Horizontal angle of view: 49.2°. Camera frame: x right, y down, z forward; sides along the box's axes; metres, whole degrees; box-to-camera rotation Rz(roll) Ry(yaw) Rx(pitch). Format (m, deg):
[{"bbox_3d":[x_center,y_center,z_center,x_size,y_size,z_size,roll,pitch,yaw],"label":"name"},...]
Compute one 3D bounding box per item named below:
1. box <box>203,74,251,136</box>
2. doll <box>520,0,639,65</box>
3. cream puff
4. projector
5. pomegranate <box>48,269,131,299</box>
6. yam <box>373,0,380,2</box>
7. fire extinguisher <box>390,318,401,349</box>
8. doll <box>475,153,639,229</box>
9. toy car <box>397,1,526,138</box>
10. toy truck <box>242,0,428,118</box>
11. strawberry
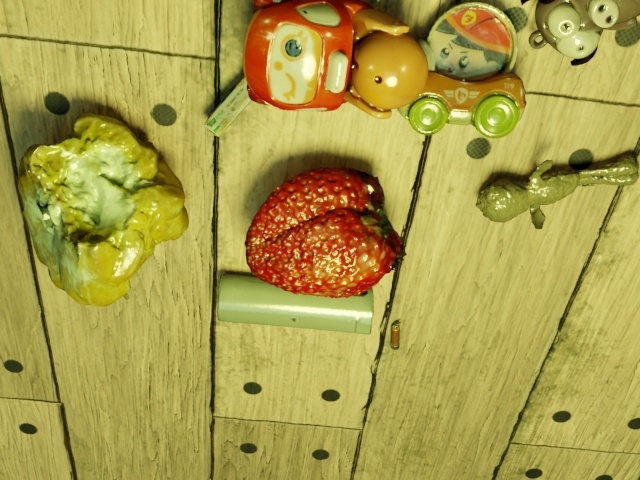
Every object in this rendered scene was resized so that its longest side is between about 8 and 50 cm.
[{"bbox_3d":[-0.132,-0.271,1.251,0.041,0.050,0.207,37,120,-21],"label":"box"},{"bbox_3d":[0.446,-0.385,1.102,0.257,0.117,0.182,-37,123,23],"label":"doll"},{"bbox_3d":[-0.397,-0.048,1.300,0.274,0.270,0.323,-40,74,50],"label":"cream puff"},{"bbox_3d":[-0.054,0.140,1.526,0.338,0.108,0.108,5,127,-2],"label":"projector"},{"bbox_3d":[-0.475,0.047,1.454,0.169,0.148,0.148,5,128,-15],"label":"pomegranate"},{"bbox_3d":[0.147,-0.505,1.014,0.133,0.133,0.330,36,118,-23],"label":"yam"},{"bbox_3d":[0.176,0.218,1.631,0.028,0.022,0.083,-25,132,-27],"label":"fire extinguisher"},{"bbox_3d":[0.447,-0.107,1.333,0.286,0.091,0.203,-24,157,32],"label":"doll"},{"bbox_3d":[0.238,-0.292,1.187,0.235,0.145,0.235,1,107,2],"label":"toy car"},{"bbox_3d":[0.024,-0.284,1.095,0.265,0.239,0.189,-13,128,-31],"label":"toy truck"},{"bbox_3d":[0.000,0.000,1.332,0.288,0.250,0.238,-26,163,-5],"label":"strawberry"}]
